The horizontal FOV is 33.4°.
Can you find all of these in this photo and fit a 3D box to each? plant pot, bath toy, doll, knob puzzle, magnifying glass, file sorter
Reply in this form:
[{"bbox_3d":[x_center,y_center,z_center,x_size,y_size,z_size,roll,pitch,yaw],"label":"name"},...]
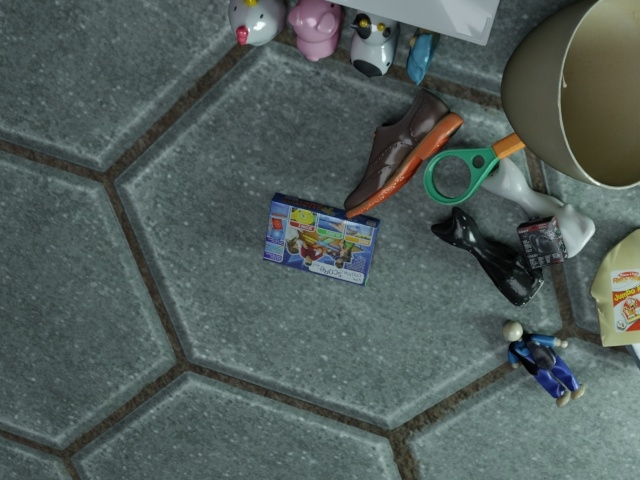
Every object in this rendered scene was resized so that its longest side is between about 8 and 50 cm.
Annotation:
[{"bbox_3d":[0.383,-0.227,1.602,0.191,0.284,0.284,14,133,53],"label":"plant pot"},{"bbox_3d":[0.011,-0.338,1.701,0.348,0.129,0.151,12,124,10],"label":"bath toy"},{"bbox_3d":[0.408,0.218,1.975,0.189,0.046,0.129,46,132,-6],"label":"doll"},{"bbox_3d":[0.549,0.076,1.817,0.213,0.030,0.213,0,90,-4],"label":"knob puzzle"},{"bbox_3d":[0.271,-0.135,1.769,0.231,0.026,0.092,-29,80,27],"label":"magnifying glass"},{"bbox_3d":[0.146,-0.441,1.569,0.278,0.173,0.192,17,125,6],"label":"file sorter"}]

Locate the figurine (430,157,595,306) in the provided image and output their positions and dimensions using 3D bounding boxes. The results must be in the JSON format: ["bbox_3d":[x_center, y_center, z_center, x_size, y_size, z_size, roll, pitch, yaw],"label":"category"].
[{"bbox_3d":[0.327,-0.023,1.831,0.209,0.092,0.215,37,123,-3],"label":"figurine"}]

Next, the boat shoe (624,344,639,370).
[{"bbox_3d":[0.579,0.174,1.890,0.076,0.083,0.226,-32,109,1],"label":"boat shoe"}]

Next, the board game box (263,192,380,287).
[{"bbox_3d":[0.000,0.000,1.969,0.201,0.035,0.136,15,124,7],"label":"board game box"}]

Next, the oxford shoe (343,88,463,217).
[{"bbox_3d":[0.121,-0.145,1.822,0.098,0.097,0.271,48,117,6],"label":"oxford shoe"}]

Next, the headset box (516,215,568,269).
[{"bbox_3d":[0.365,0.000,1.762,0.062,0.032,0.083,-15,103,29],"label":"headset box"}]
